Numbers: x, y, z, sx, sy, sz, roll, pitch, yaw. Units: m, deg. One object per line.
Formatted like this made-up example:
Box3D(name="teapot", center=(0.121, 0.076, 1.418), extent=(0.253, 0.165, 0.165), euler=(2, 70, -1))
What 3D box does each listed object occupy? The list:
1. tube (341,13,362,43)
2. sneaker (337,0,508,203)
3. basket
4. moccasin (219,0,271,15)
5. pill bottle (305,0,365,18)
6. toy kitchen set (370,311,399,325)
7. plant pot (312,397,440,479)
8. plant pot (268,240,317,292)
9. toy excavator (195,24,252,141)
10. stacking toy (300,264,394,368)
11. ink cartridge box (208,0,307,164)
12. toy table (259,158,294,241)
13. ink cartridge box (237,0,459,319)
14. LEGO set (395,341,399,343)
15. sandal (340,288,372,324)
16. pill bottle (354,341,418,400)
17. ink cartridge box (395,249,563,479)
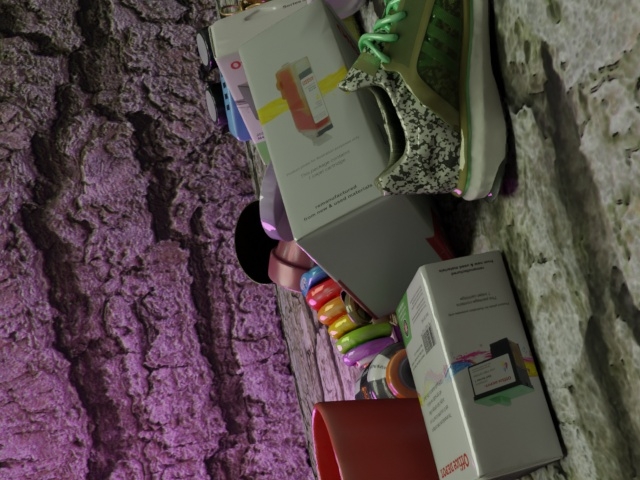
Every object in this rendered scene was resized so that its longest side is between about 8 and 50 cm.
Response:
Box3D(name="tube", center=(0.040, -0.365, 1.812), extent=(0.070, 0.062, 0.240), euler=(52, -158, -75))
Box3D(name="sneaker", center=(0.107, -0.235, 1.246), extent=(0.158, 0.182, 0.411), euler=(164, 95, -80))
Box3D(name="basket", center=(-0.072, 0.023, 2.398), extent=(0.227, 0.154, 0.204), euler=(20, -131, -57))
Box3D(name="moccasin", center=(-0.101, -0.447, 1.995), extent=(0.139, 0.147, 0.380), euler=(41, 169, 26))
Box3D(name="pill bottle", center=(0.008, -0.483, 1.758), extent=(0.108, 0.108, 0.194), euler=(96, 160, -60))
Box3D(name="toy kitchen set", center=(0.128, 0.107, 1.793), extent=(0.068, 0.083, 0.075), euler=(-159, 59, -78))
Box3D(name="plant pot", center=(0.134, 0.359, 1.568), extent=(0.275, 0.243, 0.275), euler=(169, 90, -81))
Box3D(name="plant pot", center=(0.000, 0.000, 2.154), extent=(0.201, 0.201, 0.180), euler=(-125, 42, -67))
Box3D(name="toy excavator", center=(-0.107, -0.300, 2.413), extent=(0.445, 0.222, 0.433), euler=(-138, 36, -60))
Box3D(name="stacking toy", center=(0.084, 0.181, 1.962), extent=(0.175, 0.165, 0.302), euler=(109, 143, -69))
Box3D(name="ink cartridge box", center=(-0.066, -0.298, 1.905), extent=(0.273, 0.198, 0.115), euler=(65, -172, -45))
Box3D(name="toy table", center=(0.005, -0.071, 1.858), extent=(0.274, 0.160, 0.252), euler=(-34, -47, -73))
Box3D(name="ink cartridge box", center=(0.043, -0.119, 1.515), extent=(0.279, 0.160, 0.385), euler=(44, -157, -51))
Box3D(name="LEGO set", center=(0.150, 0.238, 1.986), extent=(0.054, 0.023, 0.083), euler=(89, 166, -44))
Box3D(name="sandal", center=(0.056, 0.095, 1.584), extent=(0.072, 0.049, 0.180), euler=(59, -165, -3))
Box3D(name="pill bottle", center=(0.138, 0.246, 1.754), extent=(0.246, 0.130, 0.131), euler=(111, 147, -72))
Box3D(name="ink cartridge box", center=(0.201, 0.182, 1.357), extent=(0.201, 0.117, 0.278), euler=(105, 153, -69))
